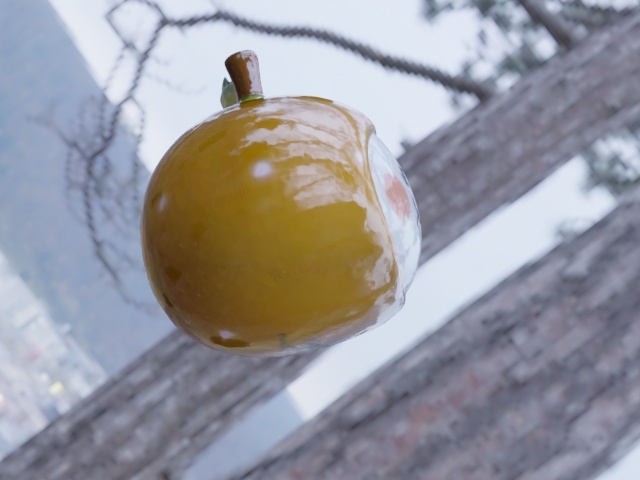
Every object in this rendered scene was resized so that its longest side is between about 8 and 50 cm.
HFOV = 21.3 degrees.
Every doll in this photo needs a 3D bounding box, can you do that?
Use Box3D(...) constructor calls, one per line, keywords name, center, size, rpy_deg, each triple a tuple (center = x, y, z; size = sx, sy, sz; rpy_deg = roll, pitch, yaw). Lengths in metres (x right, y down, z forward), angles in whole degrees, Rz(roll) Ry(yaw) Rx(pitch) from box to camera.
Box3D(name="doll", center=(-0.038, -0.035, 1.213), size=(0.213, 0.213, 0.236), rpy_deg=(68, 4, -77))
